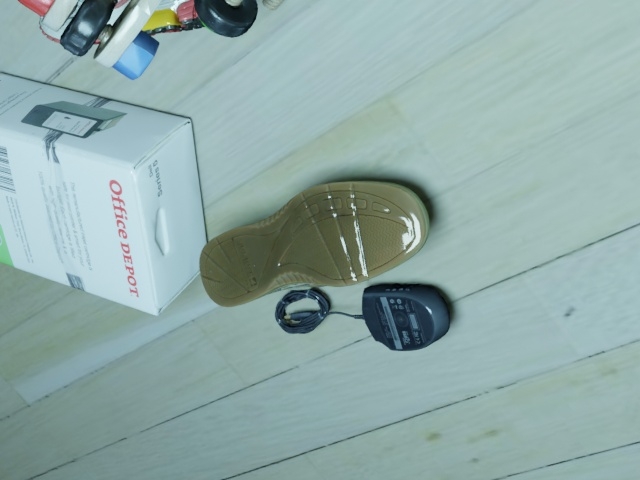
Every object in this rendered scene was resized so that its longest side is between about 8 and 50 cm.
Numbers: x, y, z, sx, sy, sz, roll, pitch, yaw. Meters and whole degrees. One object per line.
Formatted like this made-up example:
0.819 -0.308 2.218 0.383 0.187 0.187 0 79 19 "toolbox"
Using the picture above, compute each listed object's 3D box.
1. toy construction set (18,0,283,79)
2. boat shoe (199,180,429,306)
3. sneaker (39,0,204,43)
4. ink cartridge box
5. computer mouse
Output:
-0.136 -0.314 0.902 0.309 0.257 0.237 49 139 -4 "toy construction set"
0.000 0.000 1.184 0.285 0.089 0.105 -13 88 37 "boat shoe"
-0.192 -0.244 1.132 0.225 0.088 0.093 -3 100 35 "sneaker"
-0.273 -0.055 1.293 0.272 0.115 0.198 16 130 24 "ink cartridge box"
0.044 0.077 1.241 0.242 0.041 0.071 0 114 42 "computer mouse"
